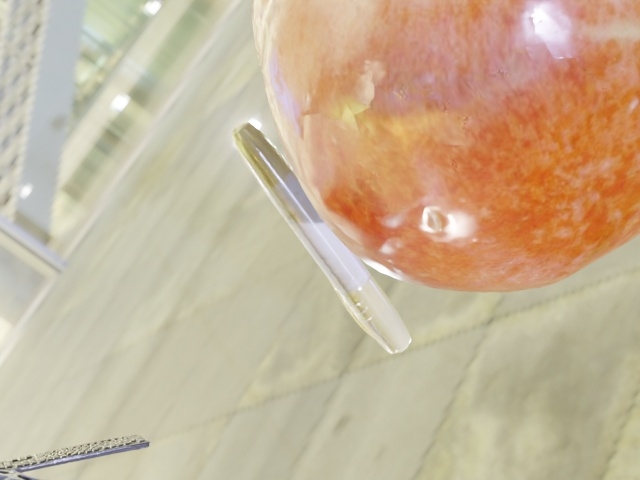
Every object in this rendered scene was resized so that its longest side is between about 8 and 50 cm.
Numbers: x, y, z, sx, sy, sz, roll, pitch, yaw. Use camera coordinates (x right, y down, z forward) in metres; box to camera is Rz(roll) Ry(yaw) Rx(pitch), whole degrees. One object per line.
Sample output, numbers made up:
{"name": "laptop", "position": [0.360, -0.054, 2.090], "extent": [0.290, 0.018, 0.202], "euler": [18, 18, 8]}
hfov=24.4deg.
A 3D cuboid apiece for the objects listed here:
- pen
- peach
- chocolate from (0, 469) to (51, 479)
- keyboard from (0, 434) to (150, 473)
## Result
{"name": "pen", "position": [0.000, 0.000, 1.198], "extent": [0.032, 0.233, 0.040], "euler": [-45, 17, -29]}
{"name": "peach", "position": [0.085, -0.083, 0.716], "extent": [0.232, 0.232, 0.257], "euler": [-58, -25, -20]}
{"name": "chocolate", "position": [-0.129, 0.158, 0.774], "extent": [0.072, 0.167, 0.072], "euler": [5, -90, -80]}
{"name": "keyboard", "position": [-0.236, 0.198, 1.356], "extent": [0.155, 0.010, 0.053], "euler": [-10, 3, -19]}
